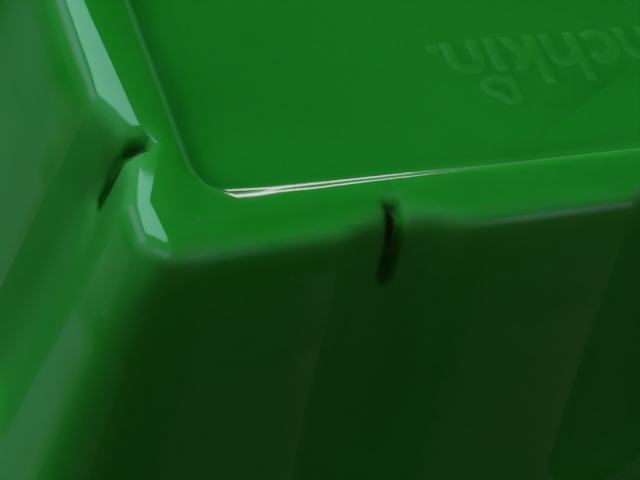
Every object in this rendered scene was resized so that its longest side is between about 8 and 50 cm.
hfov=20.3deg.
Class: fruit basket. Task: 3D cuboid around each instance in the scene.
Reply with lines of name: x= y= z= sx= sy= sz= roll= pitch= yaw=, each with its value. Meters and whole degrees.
fruit basket: x=0.020 y=0.021 z=0.639 sx=0.392 sy=0.392 sz=0.283 roll=-19 pitch=57 yaw=-6
